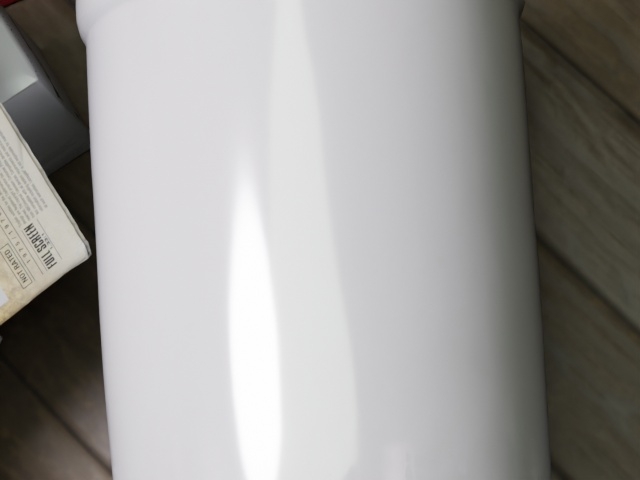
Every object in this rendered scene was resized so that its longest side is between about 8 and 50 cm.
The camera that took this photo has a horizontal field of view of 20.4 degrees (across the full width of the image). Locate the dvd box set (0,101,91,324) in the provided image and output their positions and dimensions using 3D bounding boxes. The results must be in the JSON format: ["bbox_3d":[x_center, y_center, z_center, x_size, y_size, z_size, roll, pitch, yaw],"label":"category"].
[{"bbox_3d":[-0.381,0.007,1.112,0.420,0.062,0.307,-42,115,-26],"label":"dvd box set"}]

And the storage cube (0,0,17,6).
[{"bbox_3d":[-0.315,-0.296,1.424,0.215,0.193,0.183,-23,76,3],"label":"storage cube"}]

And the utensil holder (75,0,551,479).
[{"bbox_3d":[0.000,0.000,1.257,0.327,0.327,0.385,-6,80,6],"label":"utensil holder"}]

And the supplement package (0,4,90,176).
[{"bbox_3d":[-0.262,-0.111,1.384,0.105,0.179,0.105,-32,77,0],"label":"supplement package"}]

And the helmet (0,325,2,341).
[{"bbox_3d":[-0.331,0.062,1.376,0.161,0.169,0.169,-42,76,15],"label":"helmet"}]
